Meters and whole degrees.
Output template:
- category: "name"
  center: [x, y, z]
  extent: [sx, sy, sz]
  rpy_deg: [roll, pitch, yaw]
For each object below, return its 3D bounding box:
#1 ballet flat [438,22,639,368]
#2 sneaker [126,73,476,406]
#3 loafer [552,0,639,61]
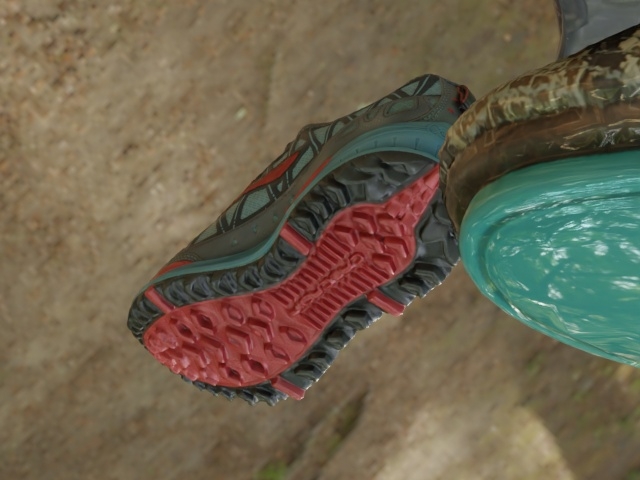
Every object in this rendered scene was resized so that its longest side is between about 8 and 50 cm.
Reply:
- category: "ballet flat"
  center: [0.279, -0.009, 0.371]
  extent: [0.164, 0.482, 0.182]
  rpy_deg: [69, 39, -59]
- category: "sneaker"
  center: [0.000, 0.000, 0.853]
  extent: [0.262, 0.104, 0.125]
  rpy_deg: [-31, -157, 40]
- category: "loafer"
  center: [0.144, -0.128, 0.666]
  extent: [0.302, 0.109, 0.095]
  rpy_deg: [49, 48, -51]
